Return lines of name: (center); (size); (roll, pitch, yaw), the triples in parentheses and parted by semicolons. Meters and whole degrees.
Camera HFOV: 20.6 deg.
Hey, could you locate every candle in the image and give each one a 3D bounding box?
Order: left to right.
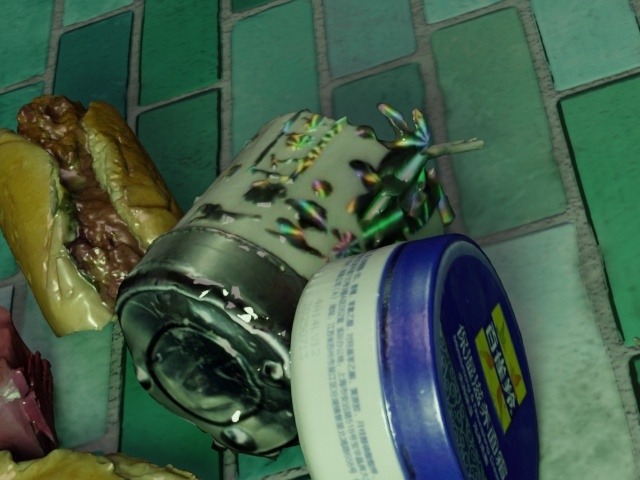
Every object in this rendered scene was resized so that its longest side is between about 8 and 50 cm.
candle: (0.000, 0.000, 1.343); (0.187, 0.187, 0.330); (10, 47, 37)

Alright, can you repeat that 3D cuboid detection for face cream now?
face cream: (0.062, 0.104, 1.159); (0.111, 0.206, 0.206); (-10, 39, 22)

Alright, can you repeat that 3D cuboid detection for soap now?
soap: (-0.339, 0.138, 1.424); (0.289, 0.112, 0.182); (1, 46, 28)

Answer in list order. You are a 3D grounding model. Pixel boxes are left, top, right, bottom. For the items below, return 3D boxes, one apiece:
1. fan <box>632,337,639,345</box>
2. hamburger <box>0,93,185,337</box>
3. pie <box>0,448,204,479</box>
fan: (0.247, 0.094, 1.235); (0.080, 0.003, 0.060); (5, 45, 33)
hamburger: (-0.195, -0.024, 1.497); (0.155, 0.245, 0.282); (-32, -7, -3)
pie: (-0.208, 0.272, 1.207); (0.339, 0.083, 0.339); (-14, 40, 12)
